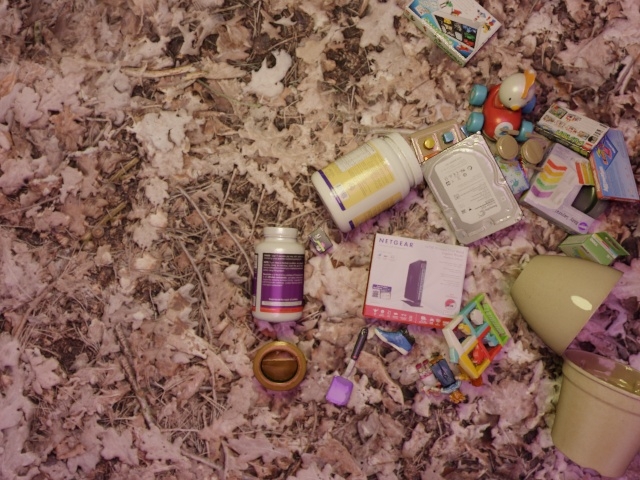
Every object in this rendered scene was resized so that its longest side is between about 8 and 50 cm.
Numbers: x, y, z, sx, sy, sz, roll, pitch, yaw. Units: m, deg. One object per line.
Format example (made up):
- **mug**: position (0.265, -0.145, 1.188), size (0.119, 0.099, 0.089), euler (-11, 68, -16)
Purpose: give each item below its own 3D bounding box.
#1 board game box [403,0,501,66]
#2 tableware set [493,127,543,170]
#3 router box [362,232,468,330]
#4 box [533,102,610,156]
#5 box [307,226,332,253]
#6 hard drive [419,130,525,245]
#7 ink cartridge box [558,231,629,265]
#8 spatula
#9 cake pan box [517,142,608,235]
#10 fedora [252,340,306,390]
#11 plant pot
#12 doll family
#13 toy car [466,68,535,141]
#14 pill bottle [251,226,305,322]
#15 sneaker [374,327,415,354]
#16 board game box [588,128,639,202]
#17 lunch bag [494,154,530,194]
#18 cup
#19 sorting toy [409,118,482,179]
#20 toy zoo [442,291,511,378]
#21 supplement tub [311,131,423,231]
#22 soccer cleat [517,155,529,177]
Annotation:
- **board game box**: position (0.486, -0.820, 1.553), size (0.305, 0.053, 0.193), euler (44, 90, 3)
- **tableware set**: position (0.687, -0.314, 1.460), size (0.193, 0.039, 0.129), euler (5, 84, -17)
- **router box**: position (0.337, 0.147, 1.515), size (0.334, 0.082, 0.302), euler (8, 89, 3)
- **box**: position (0.888, -0.396, 1.492), size (0.207, 0.036, 0.114), euler (40, 91, 27)
- **box**: position (0.000, 0.000, 1.550), size (0.062, 0.052, 0.083), euler (-34, 86, 2)
- **hard drive**: position (0.525, -0.177, 1.470), size (0.236, 0.064, 0.339), euler (-27, 95, 26)
- **ink cartridge box**: position (0.922, 0.035, 1.429), size (0.062, 0.209, 0.109), euler (-43, 87, -2)
- **spatula**: position (0.112, 0.457, 1.541), size (0.084, 0.030, 0.297), euler (23, 89, 2)
- **cake pan box**: position (0.891, -0.178, 1.510), size (0.266, 0.070, 0.246), euler (32, 92, 2)
- **fedora**: position (-0.148, 0.450, 1.529), size (0.194, 0.079, 0.195), euler (0, 89, -4)
- **plant pot**: position (0.927, 0.575, 1.384), size (0.333, 0.334, 0.306), euler (15, 100, 3)
- **doll family**: position (0.473, 0.475, 1.481), size (0.262, 0.118, 0.163), euler (-31, 87, 1)
- **toy car**: position (0.652, -0.472, 1.430), size (0.218, 0.238, 0.211), euler (10, 81, -1)
- **pill bottle**: position (-0.147, 0.118, 1.488), size (0.181, 0.181, 0.324), euler (3, 88, 3)
- **sneaker**: position (0.274, 0.341, 1.522), size (0.152, 0.058, 0.085), euler (35, 96, -1)
- **board game box**: position (1.016, -0.269, 1.471), size (0.144, 0.027, 0.282), euler (6, 69, -8)
- **lunch bag**: position (0.651, -0.230, 1.507), size (0.128, 0.096, 0.151), euler (-25, 97, 2)
- **cup**: position (0.789, 0.181, 1.405), size (0.237, 0.331, 0.331), euler (37, 90, 31)
- **sorting toy**: position (0.443, -0.334, 1.543), size (0.347, 0.047, 0.196), euler (-20, 88, 2)
- **toy zoo**: position (0.532, 0.333, 1.443), size (0.293, 0.030, 0.193), euler (-32, 91, -33)
- **supplement tub**: position (0.159, -0.204, 1.455), size (0.331, 0.241, 0.241), euler (-30, 87, 1)
- **soccer cleat**: position (0.752, -0.270, 1.538), size (0.035, 0.029, 0.084), euler (-13, 83, 6)
